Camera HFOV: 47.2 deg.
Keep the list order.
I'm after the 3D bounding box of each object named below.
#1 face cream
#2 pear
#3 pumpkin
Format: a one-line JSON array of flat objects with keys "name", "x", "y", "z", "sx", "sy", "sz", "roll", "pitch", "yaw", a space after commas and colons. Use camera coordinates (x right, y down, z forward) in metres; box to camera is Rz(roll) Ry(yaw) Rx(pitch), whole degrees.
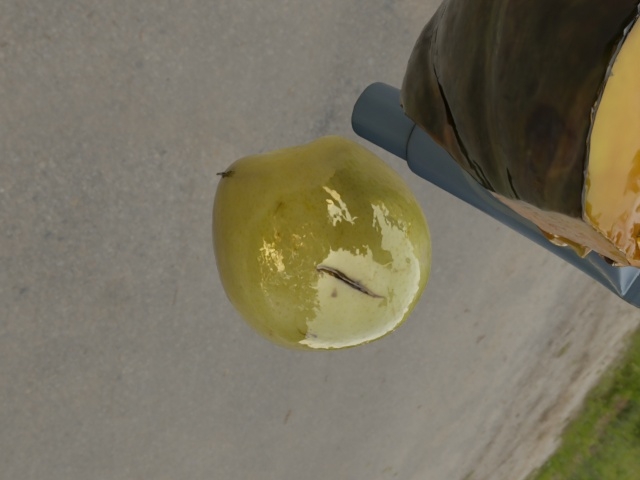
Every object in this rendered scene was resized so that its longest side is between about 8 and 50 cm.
[{"name": "face cream", "x": 0.195, "y": -0.071, "z": 0.765, "sx": 0.135, "sy": 0.385, "sz": 0.086, "roll": -49, "pitch": 147, "yaw": -15}, {"name": "pear", "x": 0.000, "y": 0.000, "z": 1.011, "sx": 0.309, "sy": 0.309, "sz": 0.309, "roll": -26, "pitch": 143, "yaw": -22}, {"name": "pumpkin", "x": 0.223, "y": -0.102, "z": 0.448, "sx": 0.303, "sy": 0.225, "sz": 0.256, "roll": 23, "pitch": 95, "yaw": -30}]
